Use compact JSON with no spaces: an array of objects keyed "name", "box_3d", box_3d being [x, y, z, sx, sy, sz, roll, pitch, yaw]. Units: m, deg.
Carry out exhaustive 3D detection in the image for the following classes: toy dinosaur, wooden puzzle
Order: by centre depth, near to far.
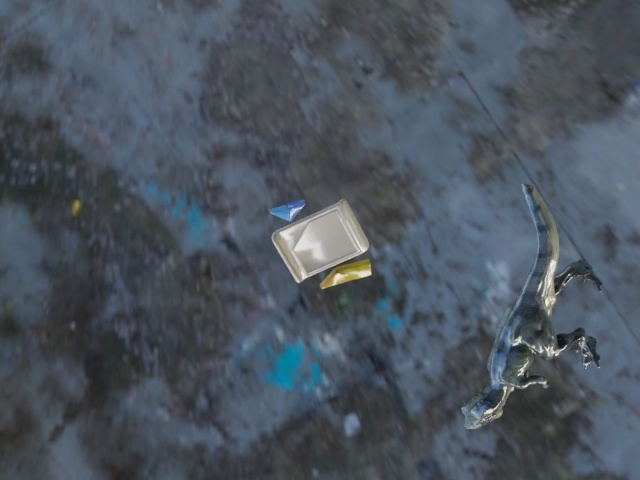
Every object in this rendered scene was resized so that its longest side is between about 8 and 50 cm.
[{"name":"wooden puzzle","box_3d":[0.000,0.000,1.692,0.078,0.014,0.116,-22,135,-3]},{"name":"toy dinosaur","box_3d":[0.210,0.071,1.833,0.118,0.064,0.268,-3,118,-32]}]
